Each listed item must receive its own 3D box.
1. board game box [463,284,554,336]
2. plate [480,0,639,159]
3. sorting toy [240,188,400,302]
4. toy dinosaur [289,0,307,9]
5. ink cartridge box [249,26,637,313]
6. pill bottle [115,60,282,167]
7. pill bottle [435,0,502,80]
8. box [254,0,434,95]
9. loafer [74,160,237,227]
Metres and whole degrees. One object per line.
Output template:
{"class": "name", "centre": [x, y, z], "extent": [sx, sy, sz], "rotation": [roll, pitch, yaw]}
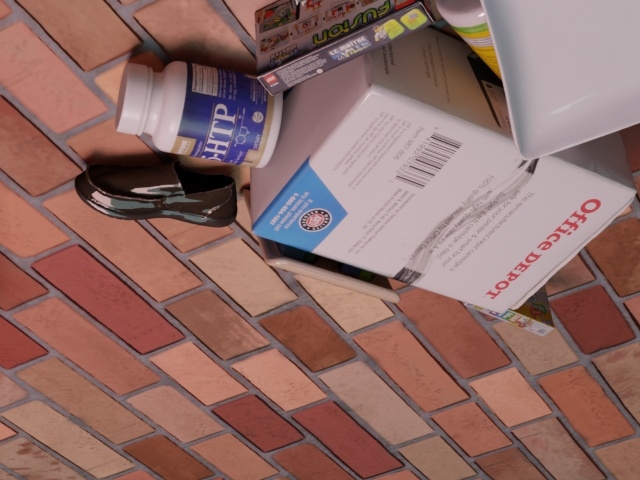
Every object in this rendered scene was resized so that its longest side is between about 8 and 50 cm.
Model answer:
{"class": "board game box", "centre": [0.269, 0.070, 1.849], "extent": [0.154, 0.103, 0.026], "rotation": [22, 134, -29]}
{"class": "plate", "centre": [0.312, -0.237, 1.331], "extent": [0.278, 0.045, 0.277], "rotation": [-19, 131, 4]}
{"class": "sorting toy", "centre": [0.000, 0.000, 1.677], "extent": [0.193, 0.208, 0.038], "rotation": [18, 112, -24]}
{"class": "toy dinosaur", "centre": [-0.071, -0.359, 1.273], "extent": [0.218, 0.164, 0.322], "rotation": [36, 144, -20]}
{"class": "ink cartridge box", "centre": [0.147, -0.090, 1.593], "extent": [0.395, 0.166, 0.285], "rotation": [19, 135, -25]}
{"class": "pill bottle", "centre": [-0.148, -0.156, 1.530], "extent": [0.186, 0.112, 0.112], "rotation": [9, 139, -15]}
{"class": "pill bottle", "centre": [0.252, -0.234, 1.443], "extent": [0.136, 0.136, 0.245], "rotation": [-29, 132, 27]}
{"class": "box", "centre": [0.022, -0.251, 1.428], "extent": [0.207, 0.114, 0.036], "rotation": [-21, 138, 20]}
{"class": "loafer", "centre": [-0.210, -0.076, 1.660], "extent": [0.220, 0.080, 0.078], "rotation": [6, 130, -20]}
